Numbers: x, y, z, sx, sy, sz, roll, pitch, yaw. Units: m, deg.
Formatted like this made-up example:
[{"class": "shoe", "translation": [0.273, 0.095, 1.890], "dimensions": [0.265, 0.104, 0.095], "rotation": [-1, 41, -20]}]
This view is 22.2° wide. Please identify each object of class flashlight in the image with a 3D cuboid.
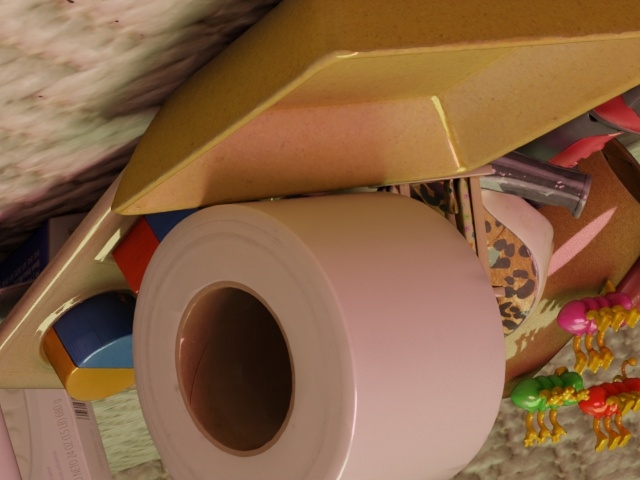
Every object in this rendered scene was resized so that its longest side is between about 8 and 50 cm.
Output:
[{"class": "flashlight", "translation": [0.258, -0.103, 1.506], "dimensions": [0.103, 0.103, 0.304], "rotation": [-16, 168, -27]}]

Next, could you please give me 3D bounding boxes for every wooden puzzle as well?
[{"class": "wooden puzzle", "translation": [-0.102, 0.045, 1.414], "dimensions": [0.348, 0.080, 0.322], "rotation": [-44, 152, 26]}]

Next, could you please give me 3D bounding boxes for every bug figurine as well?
[{"class": "bug figurine", "translation": [0.312, 0.114, 1.710], "dimensions": [0.216, 0.072, 0.279], "rotation": [-6, 139, -32]}]

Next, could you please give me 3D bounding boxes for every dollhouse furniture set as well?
[{"class": "dollhouse furniture set", "translation": [0.089, -0.037, 1.419], "dimensions": [0.101, 0.182, 0.161], "rotation": [-6, 180, -3]}]

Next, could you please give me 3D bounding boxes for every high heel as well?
[{"class": "high heel", "translation": [0.134, -0.006, 1.569], "dimensions": [0.186, 0.093, 0.261], "rotation": [18, 138, 0]}]

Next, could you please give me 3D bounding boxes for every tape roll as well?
[{"class": "tape roll", "translation": [-0.005, 0.087, 1.246], "dimensions": [0.169, 0.246, 0.246], "rotation": [-6, 164, -45]}]

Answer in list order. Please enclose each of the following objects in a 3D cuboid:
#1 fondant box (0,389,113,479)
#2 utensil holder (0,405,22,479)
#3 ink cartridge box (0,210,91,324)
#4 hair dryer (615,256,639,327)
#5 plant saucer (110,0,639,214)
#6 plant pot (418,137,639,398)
[{"class": "fondant box", "translation": [-0.412, 0.250, 1.815], "dimensions": [0.330, 0.238, 0.096], "rotation": [-19, 169, 7]}, {"class": "utensil holder", "translation": [-0.384, 0.200, 1.227], "dimensions": [0.327, 0.385, 0.327], "rotation": [-17, 170, -3]}, {"class": "ink cartridge box", "translation": [-0.240, 0.044, 1.531], "dimensions": [0.307, 0.072, 0.303], "rotation": [-7, 166, -34]}, {"class": "hair dryer", "translation": [0.374, -0.005, 1.852], "dimensions": [0.223, 0.080, 0.293], "rotation": [-28, -158, 36]}, {"class": "plant saucer", "translation": [0.055, -0.114, 1.126], "dimensions": [0.333, 0.081, 0.333], "rotation": [-7, 169, -32]}, {"class": "plant pot", "translation": [0.229, 0.000, 1.739], "dimensions": [0.254, 0.237, 0.237], "rotation": [-39, 161, 23]}]
